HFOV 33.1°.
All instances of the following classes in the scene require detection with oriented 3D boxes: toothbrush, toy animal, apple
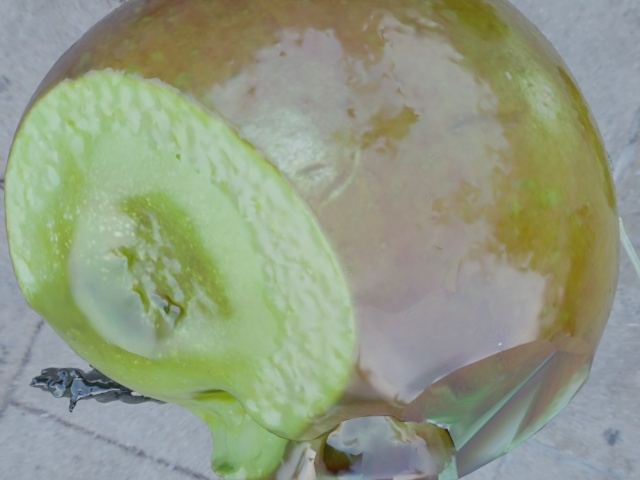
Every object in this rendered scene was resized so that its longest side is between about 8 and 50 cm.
[{"bbox_3d":[0.376,-0.016,1.350,0.028,0.294,0.026,-32,42,1],"label":"toothbrush"},{"bbox_3d":[-0.186,0.122,0.942,0.135,0.065,0.047,8,95,-32],"label":"toy animal"},{"bbox_3d":[0.000,0.000,0.713,0.384,0.374,0.374,-24,86,-2],"label":"apple"}]
